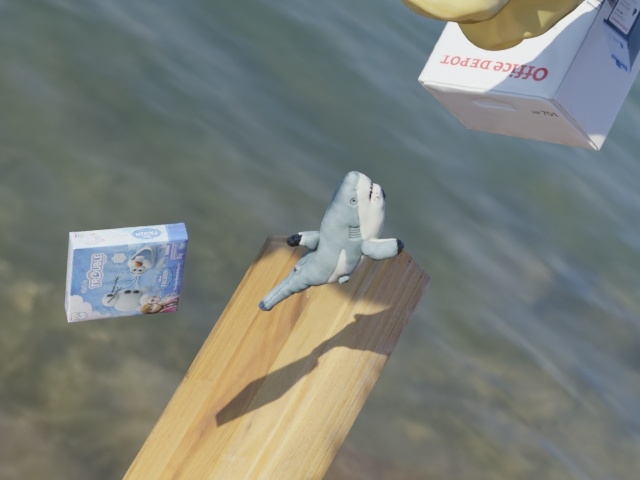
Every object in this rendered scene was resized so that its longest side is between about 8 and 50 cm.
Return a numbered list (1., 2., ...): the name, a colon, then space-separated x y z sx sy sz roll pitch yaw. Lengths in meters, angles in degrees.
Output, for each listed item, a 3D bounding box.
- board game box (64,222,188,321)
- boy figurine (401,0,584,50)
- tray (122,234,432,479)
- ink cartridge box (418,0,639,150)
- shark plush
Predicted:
1. board game box: -0.153 0.026 1.248 0.090 0.090 0.020 -5 50 -16
2. boy figurine: 0.141 -0.187 1.029 0.285 0.177 0.092 -19 67 -36
3. tray: -0.069 0.179 1.584 0.076 0.203 0.411 46 64 -32
4. ink cartridge box: 0.183 -0.176 1.229 0.139 0.190 0.082 15 -16 45
5. shark plush: 0.000 0.000 1.370 0.067 0.161 0.073 22 47 -36
